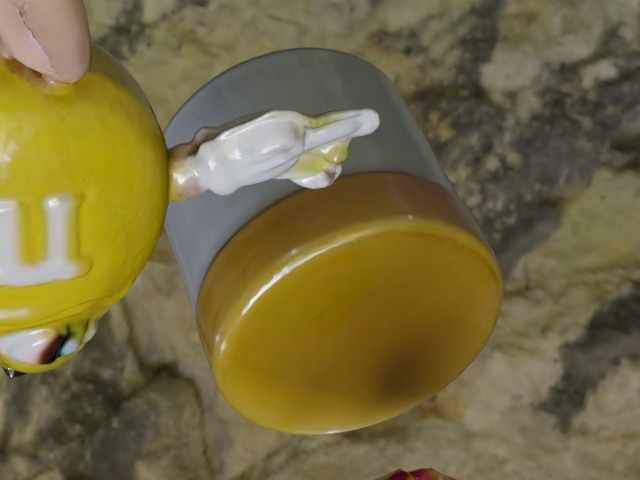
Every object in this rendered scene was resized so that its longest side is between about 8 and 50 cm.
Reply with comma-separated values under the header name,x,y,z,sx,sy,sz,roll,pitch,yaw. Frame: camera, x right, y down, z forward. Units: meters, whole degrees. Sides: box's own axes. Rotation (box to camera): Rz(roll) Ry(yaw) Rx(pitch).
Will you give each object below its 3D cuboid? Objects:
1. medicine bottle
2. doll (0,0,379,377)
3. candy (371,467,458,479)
name,x,y,z,sx,sy,sz,roll,pitch,yaw
medicine bottle,0.000,0.000,1.198,0.237,0.238,0.232,3,-139,-26
doll,-0.171,-0.065,0.832,0.423,0.348,0.161,46,-154,-52
candy,0.025,0.215,0.952,0.124,0.124,0.365,23,-176,19
